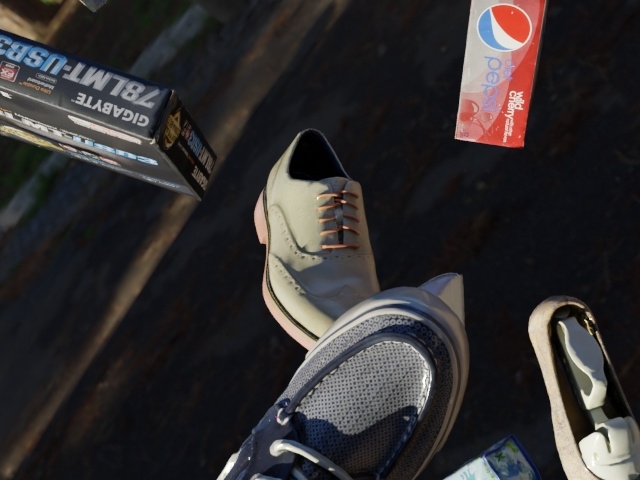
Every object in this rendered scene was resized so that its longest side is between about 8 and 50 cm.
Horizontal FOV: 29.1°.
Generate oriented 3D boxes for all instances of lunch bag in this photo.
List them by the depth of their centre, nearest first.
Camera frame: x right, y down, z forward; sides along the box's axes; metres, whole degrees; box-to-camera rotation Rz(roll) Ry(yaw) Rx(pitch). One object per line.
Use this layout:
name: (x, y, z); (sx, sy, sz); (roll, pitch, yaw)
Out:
lunch bag: (0.254, 0.374, 1.738); (0.096, 0.151, 0.129); (-27, -12, -44)

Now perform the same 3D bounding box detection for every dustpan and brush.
dustpan and brush: (0.102, 0.139, 1.626); (0.060, 0.147, 0.211); (26, 49, 35)

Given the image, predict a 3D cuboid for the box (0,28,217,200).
box: (-0.285, -0.150, 1.436); (0.293, 0.296, 0.073); (68, -139, -80)

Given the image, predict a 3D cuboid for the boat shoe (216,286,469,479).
boat shoe: (-0.014, 0.194, 0.895); (0.340, 0.127, 0.158); (-58, -4, 25)

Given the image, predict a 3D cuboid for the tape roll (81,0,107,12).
tape roll: (-0.257, -0.425, 1.517); (0.246, 0.169, 0.246); (-43, 15, 14)

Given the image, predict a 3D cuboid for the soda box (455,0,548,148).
soda box: (0.227, -0.245, 1.521); (0.083, 0.092, 0.263); (-72, -12, -47)

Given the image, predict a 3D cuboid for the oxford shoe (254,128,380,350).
oxford shoe: (0.000, 0.000, 1.578); (0.397, 0.140, 0.146); (-116, 35, -49)

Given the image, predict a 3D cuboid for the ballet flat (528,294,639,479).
ballet flat: (0.343, 0.214, 1.551); (0.106, 0.108, 0.316); (110, 141, -70)
